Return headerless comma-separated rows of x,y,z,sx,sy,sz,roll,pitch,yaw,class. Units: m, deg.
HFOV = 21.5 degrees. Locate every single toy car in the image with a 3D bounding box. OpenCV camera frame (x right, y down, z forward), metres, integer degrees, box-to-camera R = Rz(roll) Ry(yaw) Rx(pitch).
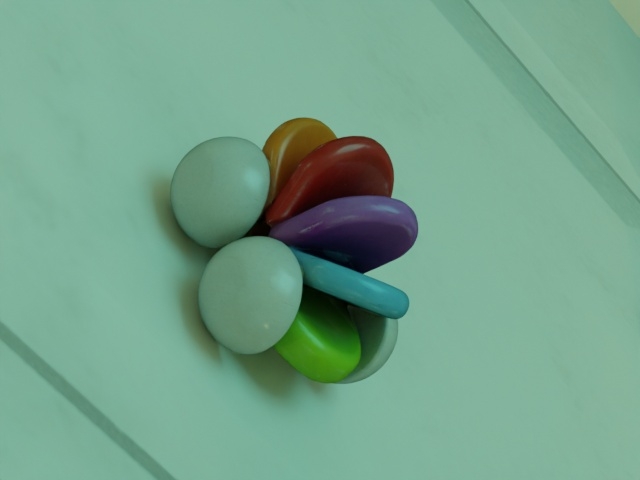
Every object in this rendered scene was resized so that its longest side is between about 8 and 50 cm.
0.000,0.000,1.103,0.159,0.136,0.182,25,40,-49,toy car
